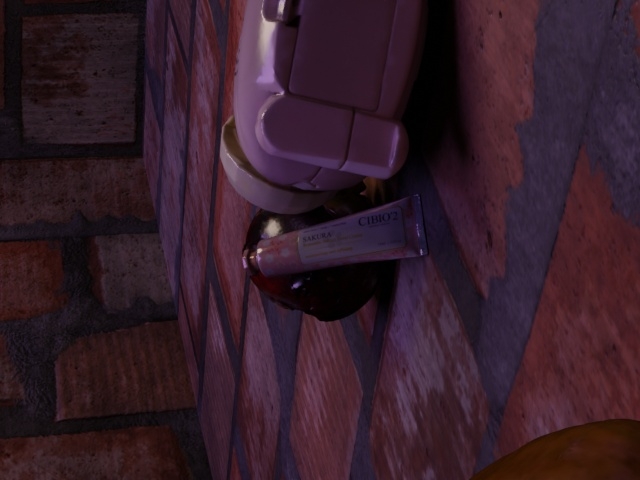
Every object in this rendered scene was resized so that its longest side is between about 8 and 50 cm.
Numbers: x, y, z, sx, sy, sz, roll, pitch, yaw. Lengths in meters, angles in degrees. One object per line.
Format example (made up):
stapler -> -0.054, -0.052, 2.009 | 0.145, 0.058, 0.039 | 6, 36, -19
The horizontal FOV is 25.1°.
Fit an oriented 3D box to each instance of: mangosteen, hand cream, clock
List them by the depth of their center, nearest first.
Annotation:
clock -> -0.001, -0.200, 1.491 | 0.326, 0.184, 0.342 | 168, 117, -80
hand cream -> 0.015, 0.005, 1.551 | 0.043, 0.210, 0.067 | 26, -126, -62
mangosteen -> 0.000, 0.000, 1.668 | 0.180, 0.166, 0.166 | -66, 16, 2

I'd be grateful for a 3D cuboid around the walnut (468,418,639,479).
walnut -> 0.170, 0.213, 0.895 | 0.336, 0.209, 0.209 | 114, 149, -61
